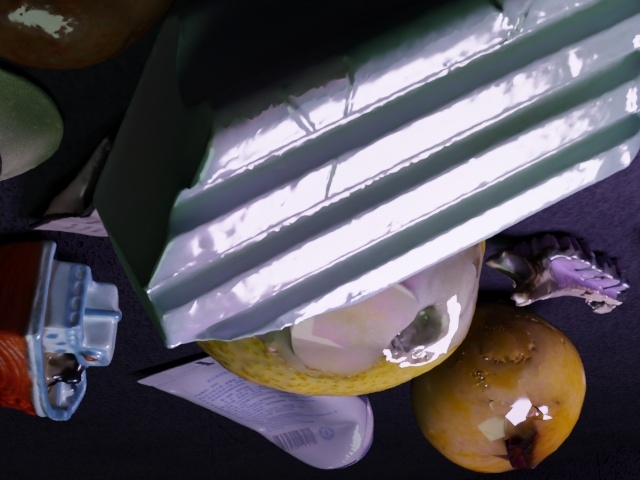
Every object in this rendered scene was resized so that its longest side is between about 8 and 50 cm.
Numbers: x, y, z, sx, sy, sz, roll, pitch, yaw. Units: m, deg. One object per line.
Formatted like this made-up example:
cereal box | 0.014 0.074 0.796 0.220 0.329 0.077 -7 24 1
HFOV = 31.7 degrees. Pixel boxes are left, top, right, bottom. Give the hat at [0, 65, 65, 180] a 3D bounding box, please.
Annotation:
hat | -0.333 -0.041 0.896 0.257 0.130 0.257 -4 158 -2

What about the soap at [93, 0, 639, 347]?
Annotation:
soap | 0.033 -0.073 0.685 0.347 0.115 0.208 -27 141 -12

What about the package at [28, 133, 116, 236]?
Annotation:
package | -0.144 -0.028 1.073 0.204 0.062 0.251 9 159 -30

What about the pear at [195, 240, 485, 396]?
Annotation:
pear | 0.000 0.000 0.910 0.271 0.271 0.271 -5 159 -2

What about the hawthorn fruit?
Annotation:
hawthorn fruit | -0.151 -0.153 0.633 0.149 0.149 0.189 0 158 -13

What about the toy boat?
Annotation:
toy boat | -0.296 0.118 1.286 0.133 0.145 0.332 6 154 -8

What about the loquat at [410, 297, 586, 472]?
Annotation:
loquat | 0.233 0.194 1.506 0.235 0.235 0.235 -5 159 -2

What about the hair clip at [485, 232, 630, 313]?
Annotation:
hair clip | 0.299 0.049 1.363 0.106 0.084 0.292 -26 156 32

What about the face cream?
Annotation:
face cream | -0.063 0.262 1.792 0.235 0.137 0.420 -17 148 31
